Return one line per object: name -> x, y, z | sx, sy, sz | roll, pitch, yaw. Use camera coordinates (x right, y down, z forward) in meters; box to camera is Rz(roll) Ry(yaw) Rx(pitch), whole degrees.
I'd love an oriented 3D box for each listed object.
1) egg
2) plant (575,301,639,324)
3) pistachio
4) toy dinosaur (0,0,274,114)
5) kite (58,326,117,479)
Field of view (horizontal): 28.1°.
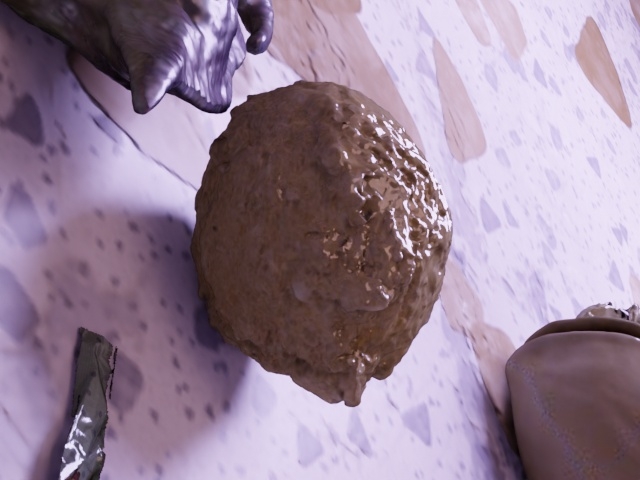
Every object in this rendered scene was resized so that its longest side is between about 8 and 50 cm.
egg -> 0.000, 0.000, 0.559 | 0.118, 0.116, 0.140 | -41, 117, -86
plant -> 0.234, 0.093, 0.887 | 0.104, 0.122, 0.116 | 0, 74, -48
pistachio -> 0.211, 0.143, 0.782 | 0.238, 0.153, 0.138 | 38, 17, 7
toy dinosaur -> -0.082, -0.133, 0.569 | 0.162, 0.077, 0.294 | 49, 29, -13
kite -> -0.087, 0.127, 0.412 | 0.229, 0.012, 0.250 | 49, 31, -33
